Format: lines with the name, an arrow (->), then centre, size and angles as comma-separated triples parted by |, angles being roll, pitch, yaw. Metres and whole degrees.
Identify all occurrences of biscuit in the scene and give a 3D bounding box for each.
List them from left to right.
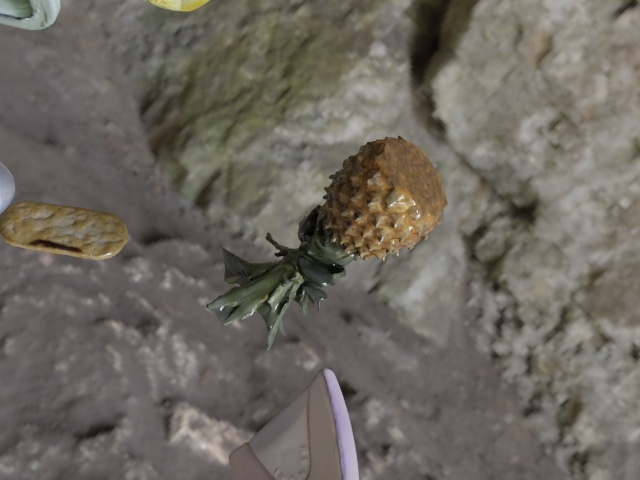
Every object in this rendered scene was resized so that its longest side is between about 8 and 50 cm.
biscuit -> -0.290, -0.012, 1.466 | 0.147, 0.018, 0.071 | 8, 45, -4

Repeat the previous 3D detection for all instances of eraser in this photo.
eraser -> -0.009, 0.317, 1.647 | 0.059, 0.204, 0.243 | 15, 41, -46

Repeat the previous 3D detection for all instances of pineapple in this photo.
pineapple -> 0.000, 0.000, 1.322 | 0.119, 0.277, 0.130 | -15, 71, -54

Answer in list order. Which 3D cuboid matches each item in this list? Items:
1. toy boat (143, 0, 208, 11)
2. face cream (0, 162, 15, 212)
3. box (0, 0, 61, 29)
toy boat -> -0.181, -0.345, 1.728 | 0.066, 0.065, 0.172 | 25, 29, 18
face cream -> -0.306, -0.045, 1.114 | 0.084, 0.057, 0.198 | 14, 3, -12
box -> -0.301, -0.352, 1.123 | 0.175, 0.182, 0.312 | 13, -27, 6
